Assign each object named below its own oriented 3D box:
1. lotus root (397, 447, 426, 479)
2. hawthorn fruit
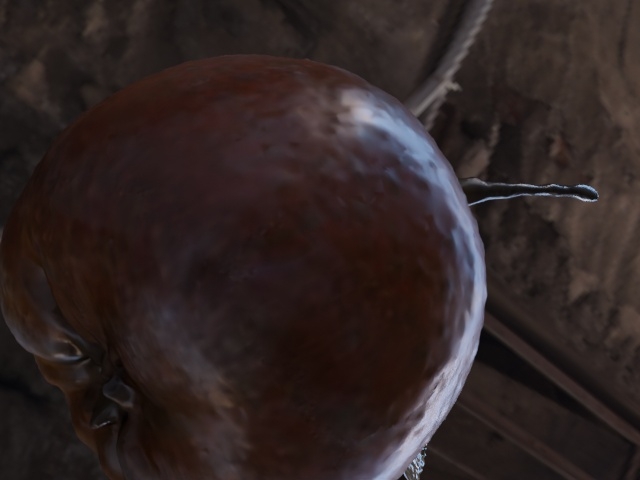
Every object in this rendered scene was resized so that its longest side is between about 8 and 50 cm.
[{"bbox_3d":[-0.002,0.138,1.012,0.170,0.074,0.261,-22,-165,14],"label":"lotus root"},{"bbox_3d":[-0.036,0.015,0.707,0.231,0.235,0.263,-22,-148,35],"label":"hawthorn fruit"}]
